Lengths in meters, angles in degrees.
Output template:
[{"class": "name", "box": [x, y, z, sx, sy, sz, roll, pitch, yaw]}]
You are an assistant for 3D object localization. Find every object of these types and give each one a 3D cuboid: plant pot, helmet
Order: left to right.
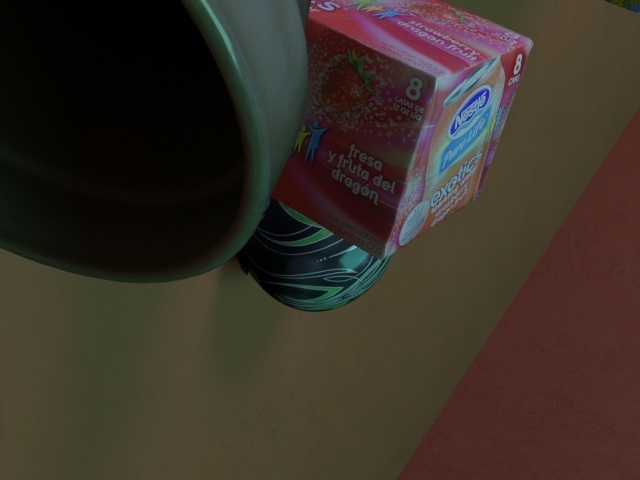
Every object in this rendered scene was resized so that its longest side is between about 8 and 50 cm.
[{"class": "plant pot", "box": [-0.120, -0.182, 0.493, 0.323, 0.323, 0.280, 85, 26, -52]}, {"class": "helmet", "box": [0.000, 0.000, 1.046, 0.169, 0.161, 0.169, -44, 151, -31]}]

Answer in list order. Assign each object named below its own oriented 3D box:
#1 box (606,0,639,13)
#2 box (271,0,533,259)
[{"class": "box", "box": [0.303, -0.446, 0.987, 0.290, 0.279, 0.177, -52, 155, -17]}, {"class": "box", "box": [-0.015, -0.133, 0.700, 0.154, 0.299, 0.142, -28, 141, -48]}]
